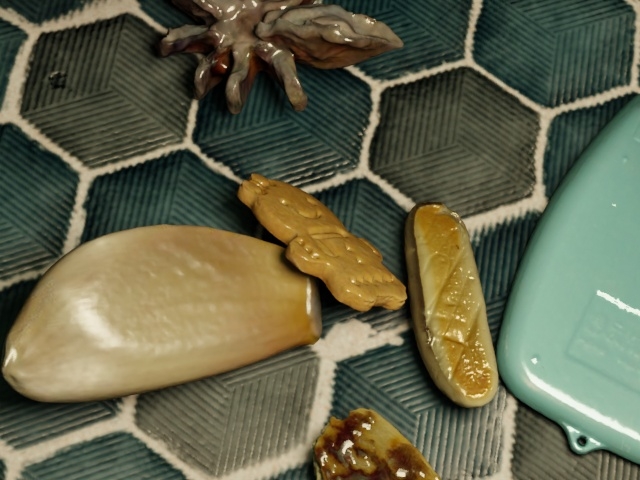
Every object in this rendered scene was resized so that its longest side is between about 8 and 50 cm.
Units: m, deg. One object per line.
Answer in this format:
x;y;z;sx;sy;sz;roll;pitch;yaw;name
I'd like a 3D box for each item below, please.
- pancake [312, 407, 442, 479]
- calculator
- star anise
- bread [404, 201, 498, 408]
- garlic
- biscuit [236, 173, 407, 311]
0.026;0.304;1.514;0.244;0.057;0.266;-33;69;-11;pancake
0.325;0.041;1.671;0.256;0.054;0.386;27;68;5;calculator
-0.071;-0.231;1.706;0.198;0.110;0.257;-33;67;-8;star anise
0.117;0.063;1.628;0.073;0.053;0.214;-3;63;-14;bread
-0.142;0.062;1.558;0.318;0.112;0.143;-10;78;-20;garlic
0.006;0.001;1.616;0.133;0.027;0.184;9;33;-46;biscuit
